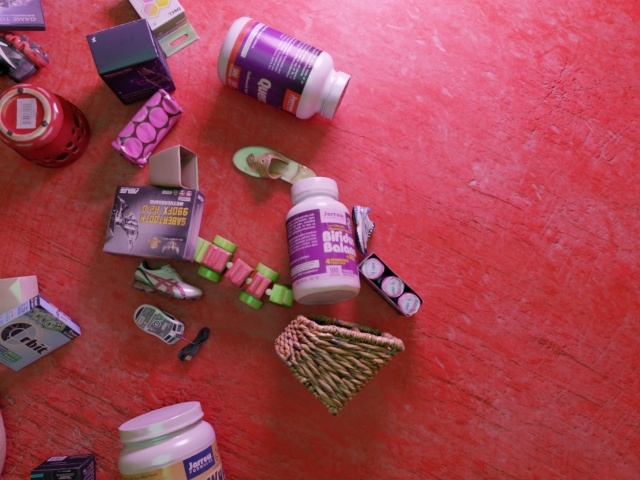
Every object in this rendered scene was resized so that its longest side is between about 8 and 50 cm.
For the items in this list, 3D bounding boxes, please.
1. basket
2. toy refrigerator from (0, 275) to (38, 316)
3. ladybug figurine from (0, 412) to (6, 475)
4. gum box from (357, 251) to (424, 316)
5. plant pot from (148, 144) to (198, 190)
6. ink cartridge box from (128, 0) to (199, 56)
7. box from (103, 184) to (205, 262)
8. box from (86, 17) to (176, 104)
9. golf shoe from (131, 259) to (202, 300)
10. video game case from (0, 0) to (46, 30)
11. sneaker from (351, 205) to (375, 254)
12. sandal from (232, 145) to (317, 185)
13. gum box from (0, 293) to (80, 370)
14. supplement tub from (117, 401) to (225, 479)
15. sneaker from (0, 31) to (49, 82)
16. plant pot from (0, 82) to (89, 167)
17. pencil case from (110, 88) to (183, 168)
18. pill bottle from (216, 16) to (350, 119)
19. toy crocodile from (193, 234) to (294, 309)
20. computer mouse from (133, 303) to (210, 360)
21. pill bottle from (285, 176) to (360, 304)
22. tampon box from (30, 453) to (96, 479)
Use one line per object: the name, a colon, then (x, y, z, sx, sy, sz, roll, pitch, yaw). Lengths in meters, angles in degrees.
basket: (0.035, 0.241, 1.241, 0.223, 0.299, 0.213, -45, 87, -3)
toy refrigerator: (-0.869, 0.156, 1.312, 0.270, 0.094, 0.102, -7, 89, -2)
ladybug figurine: (-0.955, 0.454, 1.244, 0.305, 0.162, 0.449, -29, 87, -4)
gum box: (0.178, 0.119, 1.354, 0.188, 0.107, 0.062, 44, 84, 1)
plant pot: (-0.389, -0.181, 1.361, 0.096, 0.109, 0.109, -5, 85, 10)
ink cartridge box: (-0.439, -0.624, 1.414, 0.109, 0.062, 0.209, -34, 88, -6)
box: (-0.426, -0.044, 1.329, 0.231, 0.056, 0.183, 5, 76, 13)
box: (-0.477, -0.450, 1.324, 0.153, 0.207, 0.108, -19, 86, -4)
golf shoe: (-0.394, 0.107, 1.349, 0.186, 0.067, 0.085, 15, 83, -1)
video game case: (-0.847, -0.662, 1.356, 0.196, 0.026, 0.274, -10, 72, -24)
sneaker: (0.122, -0.029, 1.394, 0.058, 0.052, 0.135, -5, 86, -7)
sandal: (-0.121, -0.201, 1.383, 0.240, 0.079, 0.088, 20, 84, -1)
gum box: (-0.726, 0.232, 1.283, 0.184, 0.157, 0.041, -30, 48, -6)
supplement tub: (-0.346, 0.568, 1.229, 0.229, 0.228, 0.316, -14, 86, -4)
sneaker: (-0.869, -0.515, 1.367, 0.276, 0.097, 0.135, 34, 82, -1)
plant pot: (-0.717, -0.295, 1.319, 0.191, 0.174, 0.191, 0, 85, 0)
pencil case: (-0.452, -0.296, 1.371, 0.098, 0.095, 0.209, 37, 82, -6)
pill bottle: (-0.093, -0.437, 1.354, 0.323, 0.181, 0.181, 24, 84, 0)
toy crocodile: (-0.218, 0.080, 1.340, 0.341, 0.105, 0.115, 32, 84, 1)
computer mouse: (-0.394, 0.229, 1.353, 0.193, 0.042, 0.106, 35, 89, -5)
pill bottle: (0.000, 0.000, 1.312, 0.169, 0.169, 0.301, -6, 71, -3)
tampon box: (-0.630, 0.627, 1.274, 0.121, 0.101, 0.160, -2, 86, -2)
